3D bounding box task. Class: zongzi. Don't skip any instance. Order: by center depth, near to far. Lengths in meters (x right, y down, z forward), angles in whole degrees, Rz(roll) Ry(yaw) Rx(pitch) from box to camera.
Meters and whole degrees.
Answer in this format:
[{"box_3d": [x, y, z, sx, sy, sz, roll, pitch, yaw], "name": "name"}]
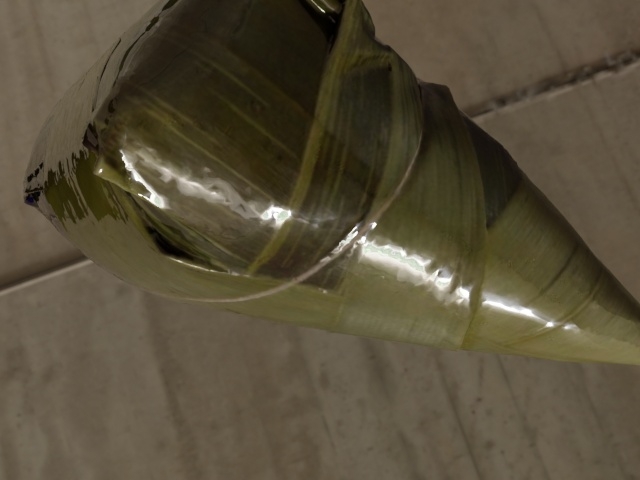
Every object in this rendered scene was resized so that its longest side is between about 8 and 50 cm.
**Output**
[{"box_3d": [0.000, 0.000, 0.588, 0.317, 0.154, 0.289, 35, 164, -18], "name": "zongzi"}]
